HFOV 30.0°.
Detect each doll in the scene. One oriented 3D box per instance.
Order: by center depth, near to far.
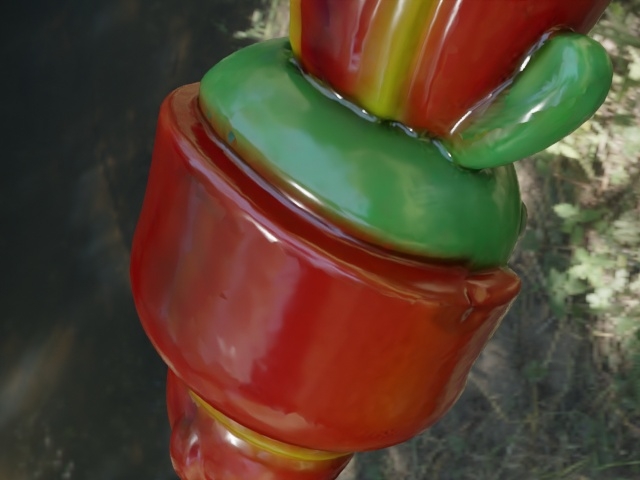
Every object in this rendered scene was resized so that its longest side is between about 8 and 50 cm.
[{"bbox_3d":[0.001,0.000,0.538,0.182,0.160,0.363,41,126,33],"label":"doll"}]
